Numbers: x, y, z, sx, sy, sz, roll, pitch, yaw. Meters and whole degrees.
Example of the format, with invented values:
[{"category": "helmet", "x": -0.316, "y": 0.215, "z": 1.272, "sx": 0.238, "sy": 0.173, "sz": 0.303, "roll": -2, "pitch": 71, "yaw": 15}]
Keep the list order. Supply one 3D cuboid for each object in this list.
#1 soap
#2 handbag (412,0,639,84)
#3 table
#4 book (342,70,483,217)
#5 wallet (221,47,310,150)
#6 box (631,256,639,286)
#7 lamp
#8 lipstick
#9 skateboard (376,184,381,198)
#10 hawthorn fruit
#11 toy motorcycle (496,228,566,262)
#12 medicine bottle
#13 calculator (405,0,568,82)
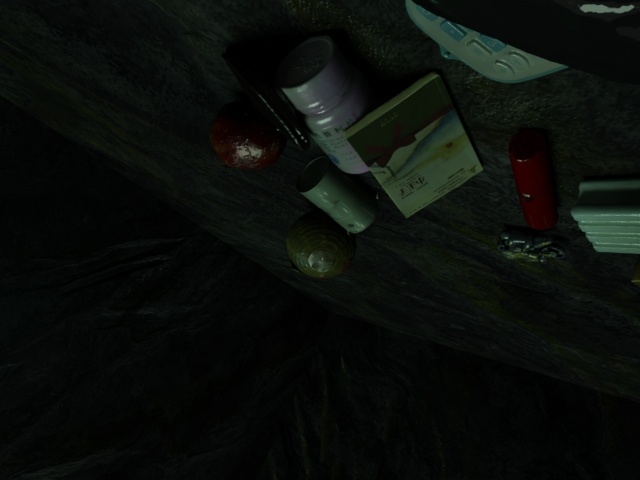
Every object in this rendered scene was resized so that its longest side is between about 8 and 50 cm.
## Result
[{"category": "soap", "x": 0.617, "y": -0.041, "z": 0.833, "sx": 0.160, "sy": 0.087, "sz": 0.266, "roll": 36, "pitch": 162, "yaw": -34}, {"category": "handbag", "x": 0.258, "y": -0.266, "z": 0.485, "sx": 0.333, "sy": 0.074, "sz": 0.191, "roll": 23, "pitch": 166, "yaw": 8}, {"category": "table", "x": 0.052, "y": -0.128, "z": 1.343, "sx": 0.220, "sy": 0.126, "sz": 0.126, "roll": 37, "pitch": 160, "yaw": -33}, {"category": "book", "x": 0.194, "y": -0.175, "z": 0.933, "sx": 0.289, "sy": 0.201, "sz": 0.026, "roll": 41, "pitch": -158, "yaw": -45}, {"category": "wallet", "x": -0.119, "y": -0.295, "z": 0.954, "sx": 0.165, "sy": 0.042, "sz": 0.309, "roll": 53, "pitch": 180, "yaw": -38}, {"category": "box", "x": 0.835, "y": 0.108, "z": 1.016, "sx": 0.240, "sy": 0.071, "sz": 0.159, "roll": 28, "pitch": 161, "yaw": -11}, {"category": "lamp", "x": 0.000, "y": 0.000, "z": 1.673, "sx": 0.250, "sy": 0.250, "sz": 0.284, "roll": 32, "pitch": -156, "yaw": -21}, {"category": "lipstick", "x": 0.428, "y": -0.109, "z": 0.937, "sx": 0.073, "sy": 0.073, "sz": 0.280, "roll": 13, "pitch": 161, "yaw": 36}, {"category": "skateboard", "x": 0.173, "y": -0.141, "z": 1.192, "sx": 0.064, "sy": 0.083, "sz": 0.032, "roll": 23, "pitch": 163, "yaw": 5}, {"category": "hawthorn fruit", "x": -0.163, "y": -0.258, "z": 1.166, "sx": 0.235, "sy": 0.181, "sz": 0.181, "roll": 9, "pitch": 158, "yaw": 43}, {"category": "toy motorcycle", "x": 0.520, "y": 0.011, "z": 1.202, "sx": 0.124, "sy": 0.061, "sz": 0.193, "roll": 33, "pitch": 164, "yaw": -18}, {"category": "medicine bottle", "x": 0.035, "y": -0.255, "z": 0.914, "sx": 0.152, "sy": 0.151, "sz": 0.254, "roll": 11, "pitch": 160, "yaw": 40}, {"category": "calculator", "x": 0.263, "y": -0.313, "z": 0.567, "sx": 0.256, "sy": 0.054, "sz": 0.386, "roll": 29, "pitch": 165, "yaw": -15}]
